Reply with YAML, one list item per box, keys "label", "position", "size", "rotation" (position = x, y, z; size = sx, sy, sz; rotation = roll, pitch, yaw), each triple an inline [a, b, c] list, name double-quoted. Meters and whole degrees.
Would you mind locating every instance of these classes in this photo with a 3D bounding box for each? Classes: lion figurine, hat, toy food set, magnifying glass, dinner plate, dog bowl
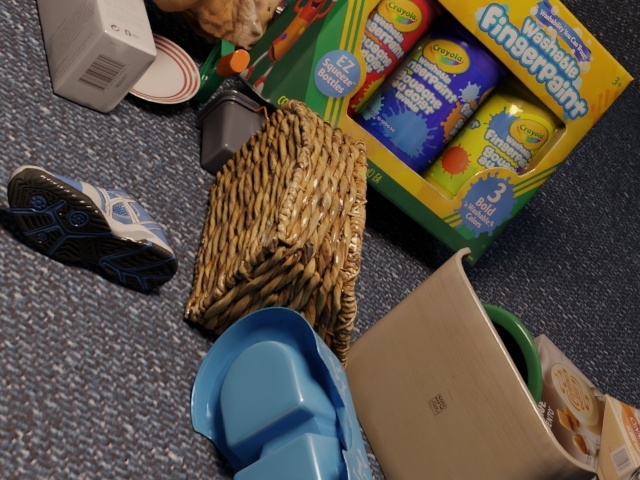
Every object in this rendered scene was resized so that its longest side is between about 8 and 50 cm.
- label: "lion figurine"
  position: [-0.177, -0.358, 1.536]
  size: [0.392, 0.142, 0.240]
  rotation: [-32, 107, -69]
- label: "hat"
  position: [0.238, 0.166, 1.572]
  size: [0.183, 0.173, 0.208]
  rotation: [11, 58, -60]
- label: "toy food set"
  position: [0.162, 0.193, 1.367]
  size: [0.092, 0.220, 0.306]
  rotation: [9, 47, -48]
- label: "magnifying glass"
  position: [-0.129, -0.225, 1.529]
  size: [0.026, 0.092, 0.231]
  rotation: [27, -4, -14]
- label: "dinner plate"
  position: [-0.227, -0.226, 1.538]
  size: [0.141, 0.017, 0.141]
  rotation: [19, 41, -17]
- label: "dog bowl"
  position: [-0.034, 0.208, 1.157]
  size: [0.074, 0.166, 0.297]
  rotation: [37, 28, -43]

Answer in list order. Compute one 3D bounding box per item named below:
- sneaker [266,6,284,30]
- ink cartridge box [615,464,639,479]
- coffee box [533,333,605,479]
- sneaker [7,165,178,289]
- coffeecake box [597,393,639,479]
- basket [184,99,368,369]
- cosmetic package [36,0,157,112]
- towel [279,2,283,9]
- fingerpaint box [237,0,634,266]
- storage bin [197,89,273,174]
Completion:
- label: "sneaker"
  position: [-0.029, -0.282, 1.835]
  size: [0.281, 0.106, 0.162]
  rotation: [44, 19, -19]
- label: "ink cartridge box"
  position: [0.450, 0.378, 1.472]
  size: [0.197, 0.273, 0.114]
  rotation: [55, 29, 13]
- label: "coffee box"
  position: [0.304, 0.258, 1.602]
  size: [0.141, 0.098, 0.246]
  rotation: [45, 29, -5]
- label: "sneaker"
  position: [-0.245, -0.021, 1.239]
  size: [0.211, 0.080, 0.081]
  rotation: [36, 23, -39]
- label: "coffeecake box"
  position: [0.493, 0.335, 1.794]
  size: [0.185, 0.068, 0.142]
  rotation: [26, 35, -35]
- label: "basket"
  position: [0.000, 0.000, 1.389]
  size: [0.223, 0.213, 0.299]
  rotation: [35, 32, -21]
- label: "cosmetic package"
  position: [-0.285, -0.284, 1.455]
  size: [0.085, 0.117, 0.231]
  rotation: [21, 40, -40]
- label: "towel"
  position: [-0.187, -0.491, 1.920]
  size: [0.329, 0.037, 0.237]
  rotation: [34, 33, -24]
- label: "fingerpaint box"
  position: [0.171, -0.236, 1.676]
  size: [0.445, 0.371, 0.163]
  rotation: [37, 6, -31]
- label: "storage bin"
  position: [-0.093, -0.122, 1.548]
  size: [0.135, 0.098, 0.091]
  rotation: [30, 44, -29]
